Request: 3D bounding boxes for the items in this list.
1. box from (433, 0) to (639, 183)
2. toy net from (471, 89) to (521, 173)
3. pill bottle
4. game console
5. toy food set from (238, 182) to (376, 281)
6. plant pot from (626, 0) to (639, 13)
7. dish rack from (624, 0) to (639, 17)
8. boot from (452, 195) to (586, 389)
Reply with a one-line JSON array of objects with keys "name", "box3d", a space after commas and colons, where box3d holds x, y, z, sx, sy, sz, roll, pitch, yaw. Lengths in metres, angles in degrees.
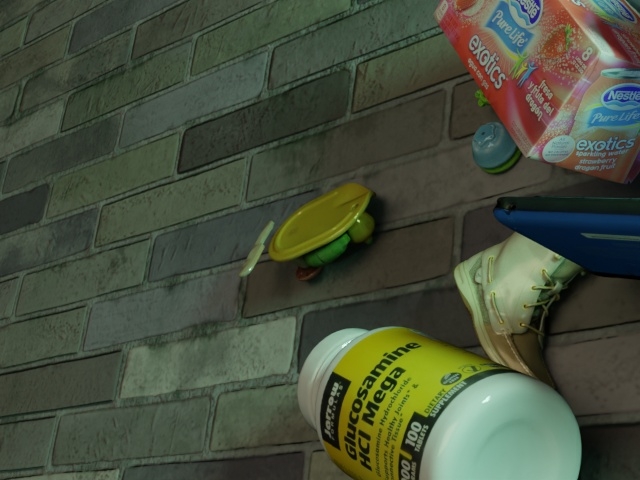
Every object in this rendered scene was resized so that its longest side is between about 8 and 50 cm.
[{"name": "box", "box3d": [0.268, -0.217, 1.270, 0.142, 0.154, 0.300, -59, 34, 31]}, {"name": "toy net", "box3d": [0.287, -0.155, 1.387, 0.232, 0.045, 0.122, -5, 59, 42]}, {"name": "pill bottle", "box3d": [0.111, 0.201, 1.239, 0.334, 0.188, 0.188, 17, 81, 60]}, {"name": "game console", "box3d": [0.360, -0.049, 1.064, 0.293, 0.250, 0.173, 4, 72, 57]}, {"name": "toy food set", "box3d": [0.000, 0.000, 1.585, 0.218, 0.071, 0.128, -24, 29, 33]}, {"name": "plant pot", "box3d": [0.494, -0.221, 1.068, 0.247, 0.248, 0.252, -48, 49, 15]}, {"name": "dish rack", "box3d": [0.426, -0.414, 1.364, 0.285, 0.072, 0.333, -48, 43, 17]}, {"name": "boot", "box3d": [0.254, 0.064, 1.276, 0.165, 0.077, 0.213, -40, 45, 20]}]
